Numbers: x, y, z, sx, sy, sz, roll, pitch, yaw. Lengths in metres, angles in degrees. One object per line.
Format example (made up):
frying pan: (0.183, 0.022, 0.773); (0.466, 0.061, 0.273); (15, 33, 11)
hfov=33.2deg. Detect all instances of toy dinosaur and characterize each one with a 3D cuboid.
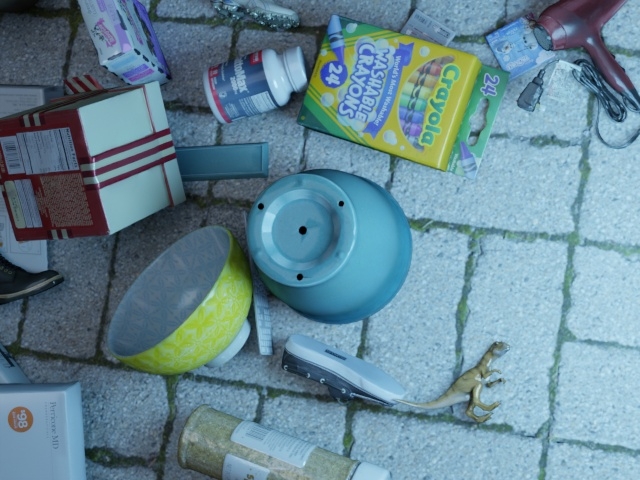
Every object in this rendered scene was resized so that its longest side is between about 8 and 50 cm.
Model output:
toy dinosaur: (0.242, 0.255, 1.806); (0.211, 0.064, 0.112); (-36, 66, -7)

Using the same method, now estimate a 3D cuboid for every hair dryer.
hair dryer: (0.463, -0.317, 1.822); (0.224, 0.080, 0.293); (18, 88, -9)

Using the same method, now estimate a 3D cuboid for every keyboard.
keyboard: (-0.110, 0.076, 1.907); (0.014, 0.072, 0.256); (-9, 81, 9)

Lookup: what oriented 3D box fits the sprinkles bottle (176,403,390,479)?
sprinkles bottle: (-0.064, 0.389, 1.832); (0.356, 0.121, 0.121); (17, 88, 16)

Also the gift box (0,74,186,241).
gift box: (-0.417, -0.152, 1.895); (0.276, 0.258, 0.255); (2, 109, 29)

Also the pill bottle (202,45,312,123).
pill bottle: (-0.111, -0.285, 1.935); (0.180, 0.108, 0.107); (-17, 79, 11)

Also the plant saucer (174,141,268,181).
plant saucer: (-0.190, -0.146, 1.985); (0.192, 0.018, 0.067); (-2, 82, 15)

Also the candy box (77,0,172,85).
candy box: (-0.360, -0.376, 1.964); (0.070, 0.196, 0.164); (-24, 78, 9)

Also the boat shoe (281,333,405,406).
boat shoe: (0.033, 0.241, 1.852); (0.229, 0.080, 0.076); (23, 107, 13)

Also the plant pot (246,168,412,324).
plant pot: (0.000, 0.000, 1.794); (0.272, 0.255, 0.271); (-2, 83, 14)

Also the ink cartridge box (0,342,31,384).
ink cartridge box: (-0.661, 0.254, 2.019); (0.153, 0.087, 0.208); (-43, 75, 6)

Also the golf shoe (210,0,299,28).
golf shoe: (-0.114, -0.445, 1.980); (0.176, 0.069, 0.086); (18, 82, 15)

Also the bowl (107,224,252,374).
bowl: (-0.213, 0.131, 1.867); (0.289, 0.289, 0.156); (-42, 117, 6)

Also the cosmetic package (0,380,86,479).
cosmetic package: (-0.564, 0.445, 1.913); (0.285, 0.097, 0.377); (-3, 94, 3)

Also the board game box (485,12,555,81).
board game box: (0.347, -0.336, 1.869); (0.090, 0.020, 0.090); (-28, 79, 10)

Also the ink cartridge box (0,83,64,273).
ink cartridge box: (-0.648, -0.110, 2.084); (0.308, 0.091, 0.384); (3, 101, 14)

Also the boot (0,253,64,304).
boot: (-0.590, 0.048, 2.017); (0.198, 0.077, 0.137); (-15, 91, 14)

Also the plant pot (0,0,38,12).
plant pot: (-0.636, -0.538, 2.039); (0.263, 0.229, 0.263); (-2, 83, 14)

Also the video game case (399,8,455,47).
video game case: (0.172, -0.341, 1.919); (0.087, 0.011, 0.122); (35, 92, 15)

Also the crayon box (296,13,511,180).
crayon box: (0.143, -0.249, 1.869); (0.323, 0.083, 0.203); (19, 94, 15)
